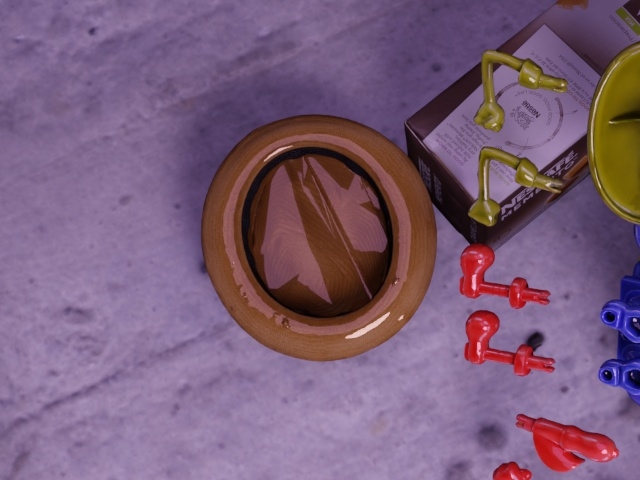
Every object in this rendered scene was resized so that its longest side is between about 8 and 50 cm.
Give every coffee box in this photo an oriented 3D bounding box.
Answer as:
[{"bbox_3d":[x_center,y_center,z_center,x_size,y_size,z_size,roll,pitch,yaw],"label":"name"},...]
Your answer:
[{"bbox_3d":[0.190,-0.110,1.350,0.246,0.141,0.098,-38,75,-6],"label":"coffee box"}]

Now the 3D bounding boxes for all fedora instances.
[{"bbox_3d":[0.000,0.000,1.370,0.194,0.079,0.194,0,81,3],"label":"fedora"}]

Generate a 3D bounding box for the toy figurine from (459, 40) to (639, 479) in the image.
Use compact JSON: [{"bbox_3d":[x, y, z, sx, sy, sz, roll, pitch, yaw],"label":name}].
[{"bbox_3d":[0.233,0.017,1.286,0.191,0.217,0.362,7,107,30],"label":"toy figurine"}]
